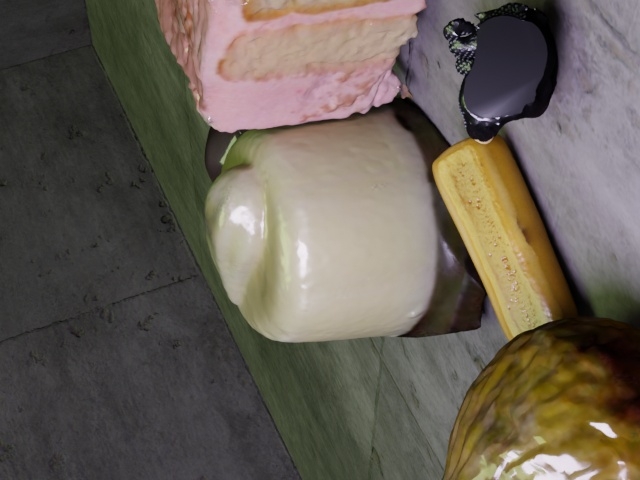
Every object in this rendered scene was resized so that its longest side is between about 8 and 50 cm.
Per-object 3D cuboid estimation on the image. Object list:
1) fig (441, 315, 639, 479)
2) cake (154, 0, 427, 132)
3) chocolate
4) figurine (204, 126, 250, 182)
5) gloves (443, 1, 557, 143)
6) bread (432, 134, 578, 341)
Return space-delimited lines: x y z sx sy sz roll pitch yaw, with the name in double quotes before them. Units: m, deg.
"fig" 0.190 0.247 1.169 0.286 0.369 0.286 60 171 17
"cake" -0.053 -0.330 1.456 0.306 0.293 0.314 105 150 -60
"chocolate" 0.000 0.000 1.604 0.314 0.297 0.326 -2 106 69
"figurine" -0.013 -0.092 1.900 0.365 0.206 0.218 40 178 16
"gloves" 0.184 -0.165 1.230 0.181 0.106 0.129 -38 -67 -76
"bread" 0.203 0.002 1.348 0.093 0.074 0.239 -29 77 34
